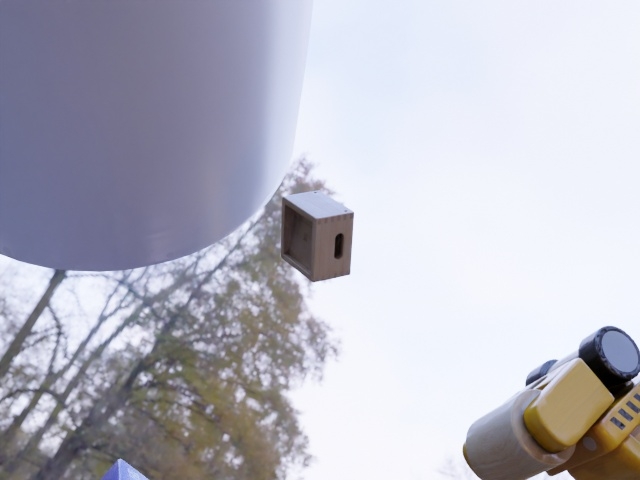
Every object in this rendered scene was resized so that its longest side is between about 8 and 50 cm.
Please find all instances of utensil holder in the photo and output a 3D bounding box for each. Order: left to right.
[{"bbox_3d":[-0.155,-0.214,0.538,0.327,0.328,0.385,17,-39,7],"label":"utensil holder"}]

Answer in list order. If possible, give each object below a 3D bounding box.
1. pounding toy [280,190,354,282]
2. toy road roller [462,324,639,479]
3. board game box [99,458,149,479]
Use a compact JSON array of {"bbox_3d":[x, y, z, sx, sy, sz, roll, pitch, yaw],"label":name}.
[{"bbox_3d":[0.000,0.000,1.352,0.130,0.100,0.141,35,-51,52],"label":"pounding toy"},{"bbox_3d":[0.414,0.311,1.308,0.240,0.329,0.202,53,-38,12],"label":"toy road roller"},{"bbox_3d":[-0.182,0.381,0.646,0.233,0.347,0.078,42,-3,-16],"label":"board game box"}]
